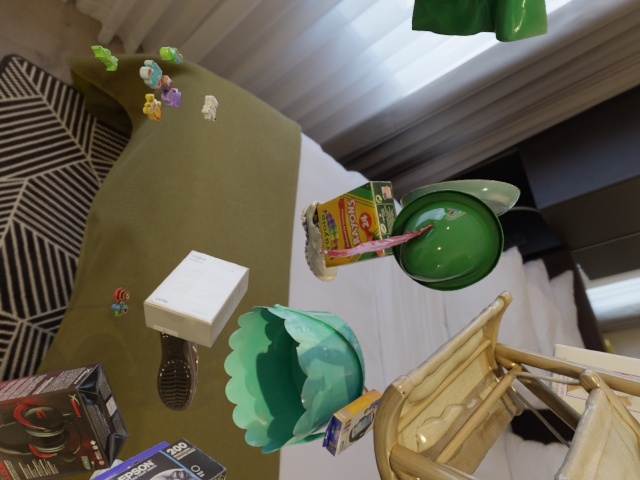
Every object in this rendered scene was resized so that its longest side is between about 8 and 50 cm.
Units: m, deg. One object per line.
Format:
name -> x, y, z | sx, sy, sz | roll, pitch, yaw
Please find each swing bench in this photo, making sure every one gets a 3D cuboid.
swing bench -> 0.217, 0.204, 0.388 | 0.253, 0.254, 0.165 | -18, 125, -42

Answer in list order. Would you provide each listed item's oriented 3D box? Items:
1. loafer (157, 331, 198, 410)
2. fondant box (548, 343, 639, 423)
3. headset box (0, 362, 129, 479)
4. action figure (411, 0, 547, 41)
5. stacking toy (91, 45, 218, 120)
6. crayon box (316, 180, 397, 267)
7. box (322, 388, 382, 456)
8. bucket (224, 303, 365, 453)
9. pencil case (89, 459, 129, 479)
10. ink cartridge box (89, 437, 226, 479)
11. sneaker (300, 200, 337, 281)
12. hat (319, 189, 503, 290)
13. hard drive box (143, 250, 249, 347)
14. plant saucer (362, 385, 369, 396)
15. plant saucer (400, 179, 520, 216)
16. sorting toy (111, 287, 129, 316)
loafer -> -0.479, 0.407, 1.420 | 0.130, 0.134, 0.366 | -12, 104, -82
fondant box -> 0.519, 0.243, 0.574 | 0.238, 0.330, 0.096 | 37, 63, -51
headset box -> -0.637, 0.429, 0.938 | 0.110, 0.293, 0.218 | -95, 174, -75
action figure -> 0.123, -0.285, 0.322 | 0.063, 0.137, 0.232 | -57, 145, -22
stacking toy -> -0.337, -0.324, 0.855 | 0.221, 0.167, 0.052 | 54, 42, -72
crayon box -> 0.090, -0.032, 1.192 | 0.081, 0.318, 0.202 | -5, 82, -34
box -> 0.060, 0.338, 0.749 | 0.136, 0.028, 0.081 | -12, 118, -46
bucket -> -0.053, 0.271, 0.841 | 0.183, 0.281, 0.281 | 4, 68, -42
pencil case -> -0.577, 0.689, 1.081 | 0.113, 0.273, 0.124 | -12, 56, -46
ink cartridge box -> -0.356, 0.522, 0.905 | 0.206, 0.208, 0.045 | 2, 102, -63
sneaker -> 0.000, 0.000, 1.419 | 0.110, 0.118, 0.292 | -10, 78, -19
hat -> 0.156, 0.027, 0.606 | 0.183, 0.208, 0.173 | -29, 94, -59
hard drive box -> -0.319, 0.146, 1.076 | 0.181, 0.089, 0.232 | 17, 34, 7
plant saucer -> 0.097, 0.616, 1.524 | 0.036, 0.198, 0.198 | 86, -2, -67
plant saucer -> 0.386, -0.097, 1.137 | 0.317, 0.317, 0.044 | 15, 72, -48
sorting toy -> -0.625, 0.200, 1.281 | 0.061, 0.042, 0.102 | -83, -179, -64
